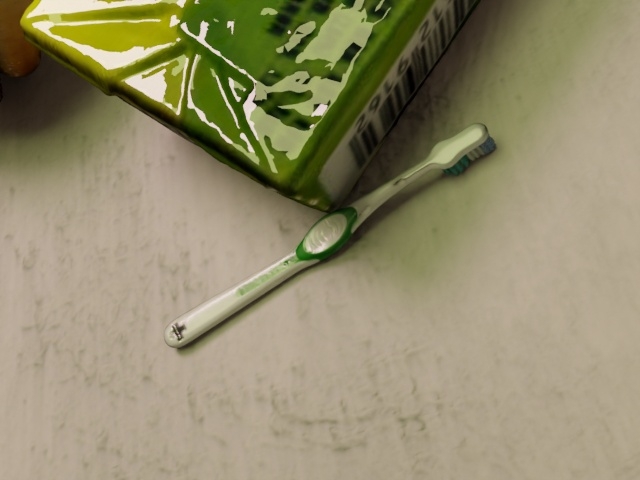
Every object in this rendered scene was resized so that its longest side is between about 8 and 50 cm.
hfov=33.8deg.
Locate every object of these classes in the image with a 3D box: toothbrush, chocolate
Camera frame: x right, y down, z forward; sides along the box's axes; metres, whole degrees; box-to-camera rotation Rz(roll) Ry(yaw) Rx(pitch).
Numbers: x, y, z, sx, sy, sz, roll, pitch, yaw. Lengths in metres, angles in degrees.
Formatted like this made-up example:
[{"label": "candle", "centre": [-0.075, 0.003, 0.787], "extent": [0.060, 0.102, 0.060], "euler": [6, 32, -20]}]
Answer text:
[{"label": "toothbrush", "centre": [-0.001, -0.001, 0.806], "extent": [0.304, 0.030, 0.030], "euler": [-32, 52, 13]}, {"label": "chocolate", "centre": [-0.033, -0.200, 0.837], "extent": [0.289, 0.137, 0.300], "euler": [32, 82, 25]}]

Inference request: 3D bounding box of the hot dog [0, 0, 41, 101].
[{"label": "hot dog", "centre": [-0.394, -0.256, 1.068], "extent": [0.185, 0.223, 0.405], "euler": [-11, 37, -18]}]
